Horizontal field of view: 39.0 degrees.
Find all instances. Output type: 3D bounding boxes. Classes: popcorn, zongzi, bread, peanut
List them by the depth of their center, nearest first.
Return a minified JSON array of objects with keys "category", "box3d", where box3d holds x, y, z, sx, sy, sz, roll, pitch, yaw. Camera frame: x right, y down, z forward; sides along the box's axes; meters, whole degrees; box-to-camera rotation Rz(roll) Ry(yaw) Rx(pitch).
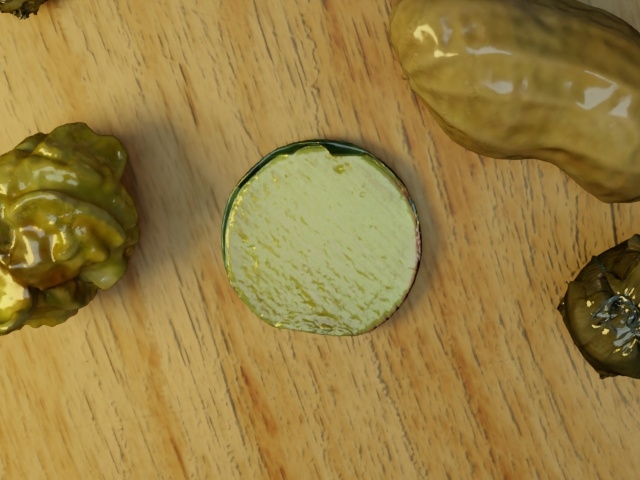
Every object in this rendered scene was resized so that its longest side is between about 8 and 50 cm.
[{"category":"zongzi","box3d":[0.365,0.029,0.867,0.274,0.251,0.125,-31,79,9]},{"category":"peanut","box3d":[0.226,-0.157,0.892,0.340,0.158,0.174,17,81,-1]},{"category":"popcorn","box3d":[-0.290,-0.007,0.943,0.235,0.217,0.181,-41,98,22]},{"category":"bread","box3d":[0.000,0.000,1.006,0.229,0.033,0.228,1,100,4]}]

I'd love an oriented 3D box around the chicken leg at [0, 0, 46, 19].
[{"category":"chicken leg","box3d":[-0.381,-0.317,0.960,0.228,0.088,0.103,34,115,-4]}]
